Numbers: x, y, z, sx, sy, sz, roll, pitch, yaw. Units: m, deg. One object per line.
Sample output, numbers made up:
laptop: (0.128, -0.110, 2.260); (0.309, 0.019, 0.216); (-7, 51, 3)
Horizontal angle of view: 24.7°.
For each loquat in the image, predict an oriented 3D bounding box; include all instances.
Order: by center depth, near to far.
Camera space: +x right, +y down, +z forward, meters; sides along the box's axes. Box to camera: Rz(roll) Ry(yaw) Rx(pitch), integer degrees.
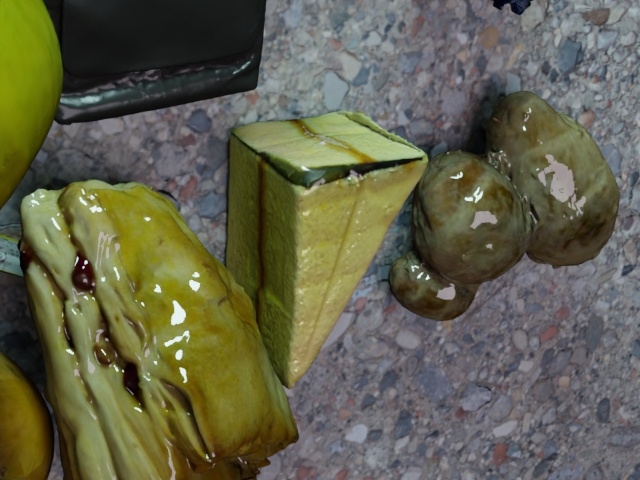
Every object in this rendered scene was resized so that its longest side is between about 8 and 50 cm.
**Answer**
loquat: (-0.372, 0.197, 1.386); (0.235, 0.235, 0.235); (-14, 119, -28)

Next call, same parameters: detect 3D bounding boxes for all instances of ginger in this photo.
ginger: (0.209, -0.035, 1.732); (0.304, 0.155, 0.245); (-27, 131, -12)

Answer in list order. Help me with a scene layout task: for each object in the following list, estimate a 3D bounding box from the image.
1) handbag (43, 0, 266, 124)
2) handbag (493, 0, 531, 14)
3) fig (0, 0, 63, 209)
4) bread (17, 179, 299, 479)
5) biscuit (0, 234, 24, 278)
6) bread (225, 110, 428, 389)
handbag: (-0.166, -0.235, 1.404); (0.246, 0.080, 0.223); (-14, 127, -29)
handbag: (0.174, -0.367, 1.523); (0.162, 0.113, 0.260); (5, 75, -38)
fig: (-0.382, -0.147, 1.174); (0.343, 0.343, 0.343); (-14, 119, -28)
bread: (-0.150, 0.119, 1.465); (0.314, 0.191, 0.370); (10, 68, -73)
biscuit: (-0.333, 0.008, 1.453); (0.292, 0.026, 0.048); (22, 94, -39)
bread: (-0.001, 0.004, 1.592); (0.163, 0.167, 0.264); (-12, 121, -30)
